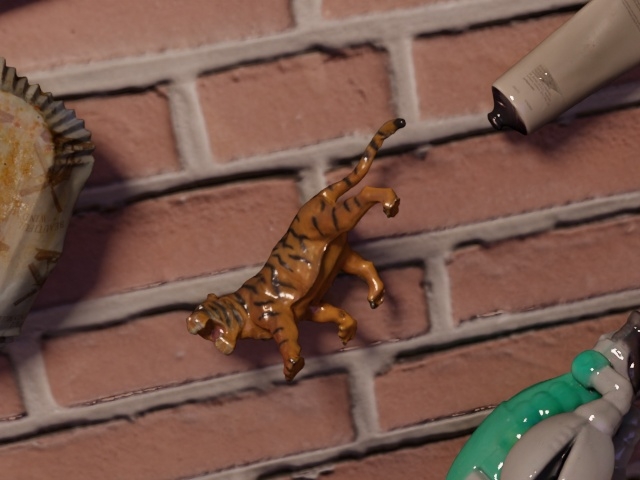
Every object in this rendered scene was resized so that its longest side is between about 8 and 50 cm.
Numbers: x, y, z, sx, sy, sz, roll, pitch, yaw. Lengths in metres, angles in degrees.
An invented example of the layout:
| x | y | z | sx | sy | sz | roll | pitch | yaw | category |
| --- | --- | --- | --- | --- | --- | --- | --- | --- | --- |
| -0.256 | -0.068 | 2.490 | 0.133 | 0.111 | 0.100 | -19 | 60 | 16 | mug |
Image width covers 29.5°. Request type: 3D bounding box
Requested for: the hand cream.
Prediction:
| x | y | z | sx | sy | sz | roll | pitch | yaw | category |
| --- | --- | --- | --- | --- | --- | --- | --- | --- | --- |
| 0.223 | -0.156 | 1.048 | 0.186 | 0.054 | 0.087 | -36 | 108 | 1 | hand cream |

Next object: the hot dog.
| x | y | z | sx | sy | sz | roll | pitch | yaw | category |
| --- | --- | --- | --- | --- | --- | --- | --- | --- | --- |
| -0.283 | -0.023 | 0.976 | 0.163 | 0.082 | 0.270 | 22 | 114 | -11 | hot dog |

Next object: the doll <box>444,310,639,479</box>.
| x | y | z | sx | sy | sz | roll | pitch | yaw | category |
| --- | --- | --- | --- | --- | --- | --- | --- | --- | --- |
| 0.232 | 0.189 | 1.136 | 0.195 | 0.153 | 0.258 | 8 | 118 | -45 | doll |

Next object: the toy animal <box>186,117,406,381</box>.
| x | y | z | sx | sy | sz | roll | pitch | yaw | category |
| --- | --- | --- | --- | --- | --- | --- | --- | --- | --- |
| 0.002 | 0.002 | 1.052 | 0.116 | 0.114 | 0.255 | 36 | 99 | 20 | toy animal |
